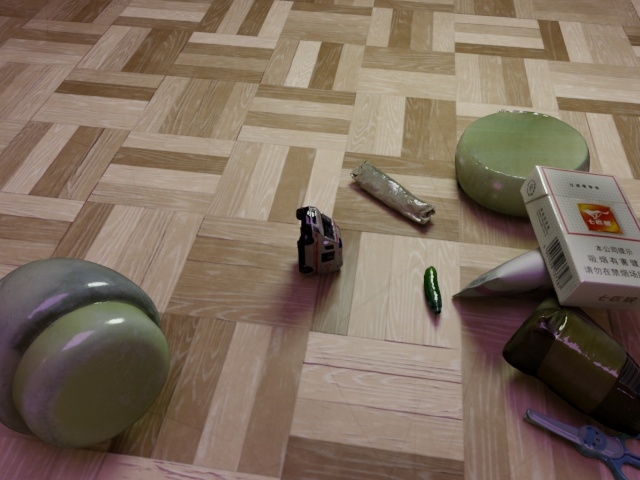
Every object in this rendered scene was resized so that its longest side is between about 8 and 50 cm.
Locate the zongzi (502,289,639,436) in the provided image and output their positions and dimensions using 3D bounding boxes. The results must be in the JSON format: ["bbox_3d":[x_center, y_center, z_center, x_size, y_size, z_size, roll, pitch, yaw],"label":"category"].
[{"bbox_3d":[0.563,0.227,1.235,0.289,0.154,0.318,38,34,17],"label":"zongzi"}]

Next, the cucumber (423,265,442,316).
[{"bbox_3d":[0.260,0.120,1.388,0.037,0.037,0.155,1,44,0],"label":"cucumber"}]

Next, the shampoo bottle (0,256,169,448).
[{"bbox_3d":[-0.463,0.196,1.105,0.317,0.322,0.322,27,50,36],"label":"shampoo bottle"}]

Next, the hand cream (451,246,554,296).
[{"bbox_3d":[0.492,0.071,1.366,0.359,0.185,0.117,-14,80,-18],"label":"hand cream"}]

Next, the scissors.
[{"bbox_3d":[0.516,0.382,1.137,0.256,0.030,0.125,21,46,17],"label":"scissors"}]

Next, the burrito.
[{"bbox_3d":[0.199,-0.130,1.620,0.082,0.059,0.275,-38,56,-24],"label":"burrito"}]

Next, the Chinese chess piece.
[{"bbox_3d":[0.544,-0.211,1.631,0.350,0.146,0.349,-2,43,2],"label":"Chinese chess piece"}]

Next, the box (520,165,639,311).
[{"bbox_3d":[0.584,-0.010,1.301,0.210,0.095,0.330,6,49,-11],"label":"box"}]

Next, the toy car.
[{"bbox_3d":[0.000,0.000,1.382,0.108,0.209,0.089,-4,57,-3],"label":"toy car"}]
